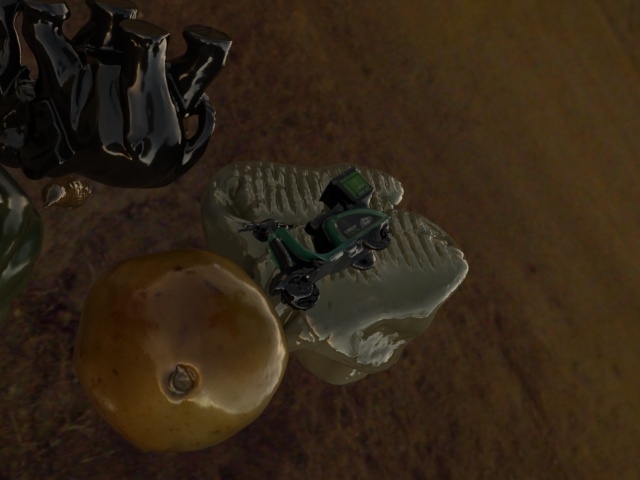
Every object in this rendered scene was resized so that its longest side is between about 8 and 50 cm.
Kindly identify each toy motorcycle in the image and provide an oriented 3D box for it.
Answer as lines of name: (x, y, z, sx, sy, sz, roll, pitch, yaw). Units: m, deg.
toy motorcycle: (0.000, 0.000, 0.928, 0.100, 0.058, 0.173, 47, 51, 13)

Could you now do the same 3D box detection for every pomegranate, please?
pomegranate: (-0.152, 0.114, 1.006, 0.233, 0.233, 0.233, 35, 44, -42)

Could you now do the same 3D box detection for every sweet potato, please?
sweet potato: (-0.439, -0.084, 1.632, 0.274, 0.067, 0.067, -96, 161, -84)

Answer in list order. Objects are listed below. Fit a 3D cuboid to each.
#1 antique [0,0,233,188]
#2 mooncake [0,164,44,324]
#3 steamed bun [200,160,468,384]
antique: (-0.303, -0.196, 1.299, 0.322, 0.255, 0.185, 18, 26, -2)
mooncake: (-0.464, 0.039, 1.032, 0.187, 0.351, 0.351, 40, 30, 11)
steamed bun: (0.011, 0.060, 1.371, 0.367, 0.255, 0.342, -3, 41, -15)
